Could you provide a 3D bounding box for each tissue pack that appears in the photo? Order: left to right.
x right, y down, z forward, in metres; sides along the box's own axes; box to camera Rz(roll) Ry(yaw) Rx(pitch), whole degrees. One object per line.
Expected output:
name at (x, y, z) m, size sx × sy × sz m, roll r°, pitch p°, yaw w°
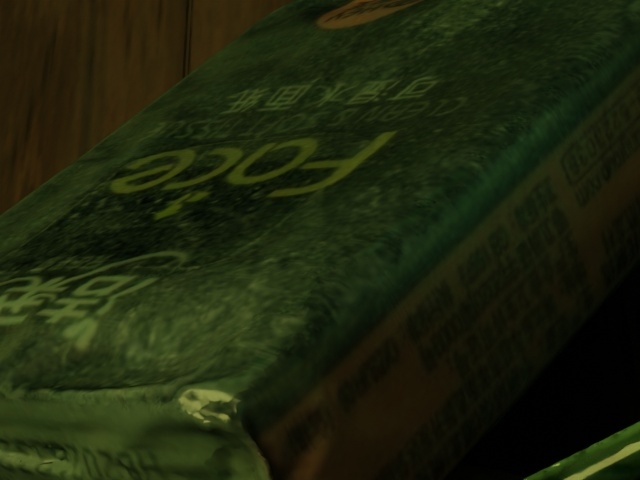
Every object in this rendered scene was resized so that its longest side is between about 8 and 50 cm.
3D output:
tissue pack at (0.000, 0.000, 0.695) m, size 0.228 × 0.103 × 0.316 m, roll -3°, pitch 30°, yaw 44°

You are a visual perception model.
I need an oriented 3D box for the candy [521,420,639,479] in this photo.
candy at (0.141, 0.035, 0.576) m, size 0.323 × 0.097 × 0.097 m, roll -30°, pitch 39°, yaw 9°

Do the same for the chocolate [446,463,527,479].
chocolate at (0.007, 0.155, 0.653) m, size 0.254 × 0.080 × 0.157 m, roll 7°, pitch 51°, yaw 43°
